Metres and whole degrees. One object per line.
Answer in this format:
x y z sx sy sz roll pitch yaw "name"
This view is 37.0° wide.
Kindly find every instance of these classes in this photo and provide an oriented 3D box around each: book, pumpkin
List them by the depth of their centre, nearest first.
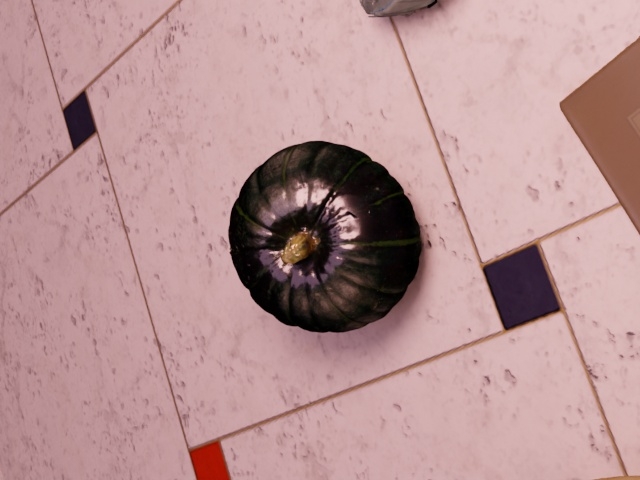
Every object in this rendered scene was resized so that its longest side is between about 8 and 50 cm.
0.400 -0.139 0.926 0.310 0.021 0.217 -41 67 38 "book"
0.000 0.000 1.194 0.250 0.216 0.250 3 101 17 "pumpkin"

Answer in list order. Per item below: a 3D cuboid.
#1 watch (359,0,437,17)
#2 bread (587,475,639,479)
0.092 -0.415 1.097 0.276 0.068 0.275 142 116 -69 "watch"
0.325 0.394 0.891 0.376 0.253 0.348 -16 78 42 "bread"
